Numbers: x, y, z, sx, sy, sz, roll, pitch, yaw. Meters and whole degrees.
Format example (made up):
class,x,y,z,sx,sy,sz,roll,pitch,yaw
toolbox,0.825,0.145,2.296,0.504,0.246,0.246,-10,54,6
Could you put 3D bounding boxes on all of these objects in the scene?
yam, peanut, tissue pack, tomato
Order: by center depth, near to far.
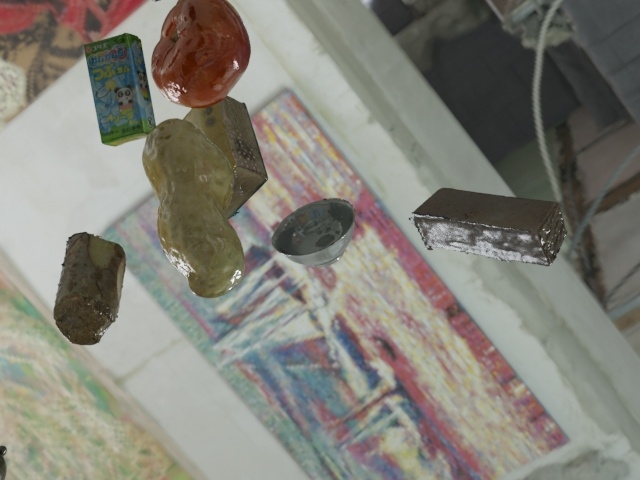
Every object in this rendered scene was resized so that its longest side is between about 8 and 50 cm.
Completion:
class,x,y,z,sx,sy,sz,roll,pitch,yaw
peanut,-0.166,-0.046,1.221,0.117,0.263,0.101,-9,154,-10
yam,-0.470,0.093,1.890,0.129,0.128,0.238,-8,-144,2
tomato,-0.251,-0.405,1.980,0.260,0.180,0.259,-37,-138,43
tissue pack,-0.258,-0.218,2.345,0.192,0.134,0.270,-42,-130,31

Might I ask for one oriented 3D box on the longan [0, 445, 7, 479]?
class,x,y,z,sx,sy,sz,roll,pitch,yaw
longan,-0.646,0.437,1.766,0.106,0.106,0.119,-29,-161,44

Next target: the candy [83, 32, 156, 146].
class,x,y,z,sx,sy,sz,roll,pitch,yaw
candy,-0.376,-0.282,1.747,0.097,0.194,0.062,-11,179,18

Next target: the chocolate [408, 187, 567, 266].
class,x,y,z,sx,sy,sz,roll,pitch,yaw
chocolate,0.346,-0.037,1.923,0.321,0.112,0.112,9,-132,43

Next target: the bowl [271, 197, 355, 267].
class,x,y,z,sx,sy,sz,roll,pitch,yaw
bowl,0.000,0.000,1.958,0.189,0.086,0.189,-17,-145,12
